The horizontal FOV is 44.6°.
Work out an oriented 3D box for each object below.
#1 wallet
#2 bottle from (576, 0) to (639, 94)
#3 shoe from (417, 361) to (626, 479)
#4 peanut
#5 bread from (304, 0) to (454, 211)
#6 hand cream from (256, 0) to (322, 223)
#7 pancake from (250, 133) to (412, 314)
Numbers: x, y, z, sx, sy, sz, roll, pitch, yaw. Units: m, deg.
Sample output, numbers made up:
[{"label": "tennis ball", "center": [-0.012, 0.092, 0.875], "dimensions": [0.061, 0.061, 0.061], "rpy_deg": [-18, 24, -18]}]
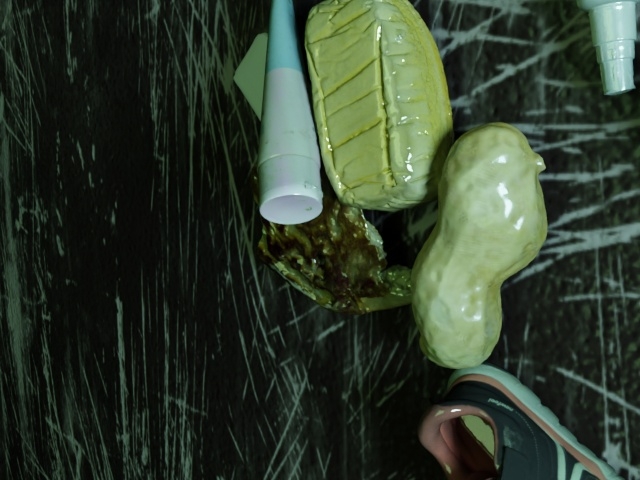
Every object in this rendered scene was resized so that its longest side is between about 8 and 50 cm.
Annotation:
[{"label": "wallet", "center": [-0.045, -0.175, 0.999], "dimensions": [0.190, 0.033, 0.095], "rpy_deg": [57, 132, 23]}, {"label": "bottle", "center": [0.249, -0.237, 0.677], "dimensions": [0.060, 0.060, 0.217], "rpy_deg": [-3, 93, 45]}, {"label": "shoe", "center": [0.199, 0.244, 0.746], "dimensions": [0.291, 0.137, 0.114], "rpy_deg": [50, 128, 27]}, {"label": "peanut", "center": [0.152, 0.012, 0.779], "dimensions": [0.117, 0.101, 0.263], "rpy_deg": [32, 115, 38]}, {"label": "bread", "center": [0.067, -0.149, 0.838], "dimensions": [0.140, 0.106, 0.236], "rpy_deg": [-11, 89, 48]}, {"label": "hand cream", "center": [-0.044, -0.173, 0.889], "dimensions": [0.111, 0.070, 0.312], "rpy_deg": [92, 173, -63]}, {"label": "pancake", "center": [0.000, 0.000, 0.959], "dimensions": [0.212, 0.056, 0.257], "rpy_deg": [-40, 74, 46]}]
